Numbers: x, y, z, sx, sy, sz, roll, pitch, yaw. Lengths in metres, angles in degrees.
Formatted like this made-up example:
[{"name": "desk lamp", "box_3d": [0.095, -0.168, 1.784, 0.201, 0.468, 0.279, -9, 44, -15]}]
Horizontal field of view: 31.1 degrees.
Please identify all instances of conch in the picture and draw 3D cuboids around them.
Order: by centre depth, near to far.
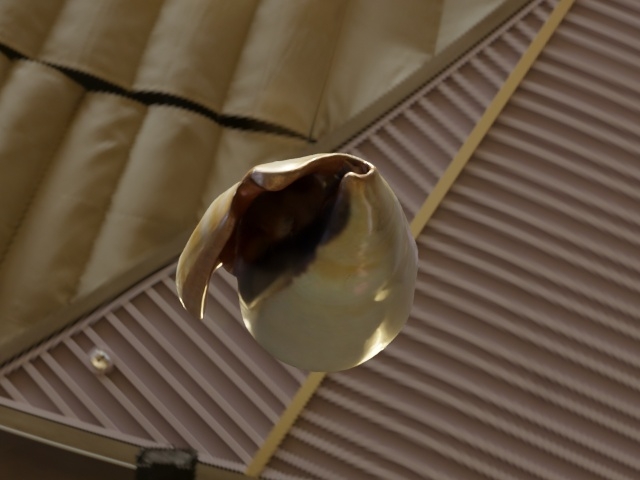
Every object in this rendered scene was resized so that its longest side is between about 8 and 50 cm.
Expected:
[{"name": "conch", "box_3d": [-0.006, 0.010, 0.507, 0.104, 0.176, 0.094, 30, -91, 3]}]
